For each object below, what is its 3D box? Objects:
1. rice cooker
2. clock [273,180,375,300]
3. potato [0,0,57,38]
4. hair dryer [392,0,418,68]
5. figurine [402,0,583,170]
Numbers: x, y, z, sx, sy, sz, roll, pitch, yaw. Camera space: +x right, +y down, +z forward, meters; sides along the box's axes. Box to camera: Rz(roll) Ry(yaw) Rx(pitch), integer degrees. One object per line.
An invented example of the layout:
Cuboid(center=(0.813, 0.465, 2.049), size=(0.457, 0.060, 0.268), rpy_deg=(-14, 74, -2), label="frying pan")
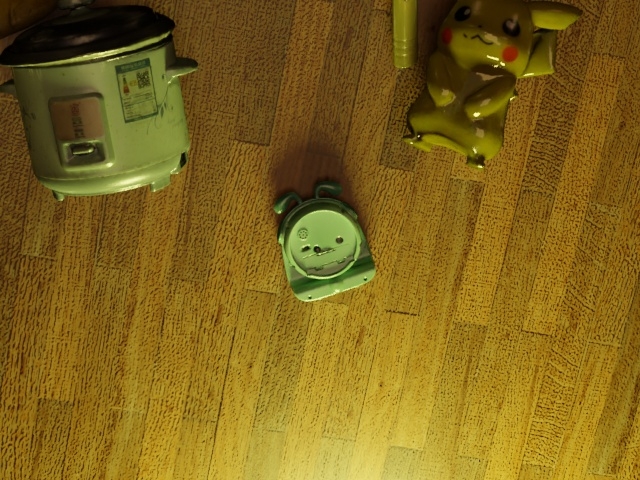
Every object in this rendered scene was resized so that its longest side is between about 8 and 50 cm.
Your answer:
Cuboid(center=(-0.331, -0.224, 1.772), size=(0.317, 0.264, 0.316), rpy_deg=(4, 111, 9), label="rice cooker")
Cuboid(center=(0.000, 0.000, 1.975), size=(0.148, 0.060, 0.188), rpy_deg=(-20, 106, -1), label="clock")
Cuboid(center=(-0.508, -0.361, 1.743), size=(0.300, 0.173, 0.140), rpy_deg=(-28, 66, -20), label="potato")
Cuboid(center=(0.129, -0.409, 1.861), size=(0.090, 0.135, 0.278), rpy_deg=(-7, 123, -5), label="hair dryer")
Cuboid(center=(0.263, -0.275, 1.873), size=(0.218, 0.169, 0.326), rpy_deg=(22, 109, 12), label="figurine")
